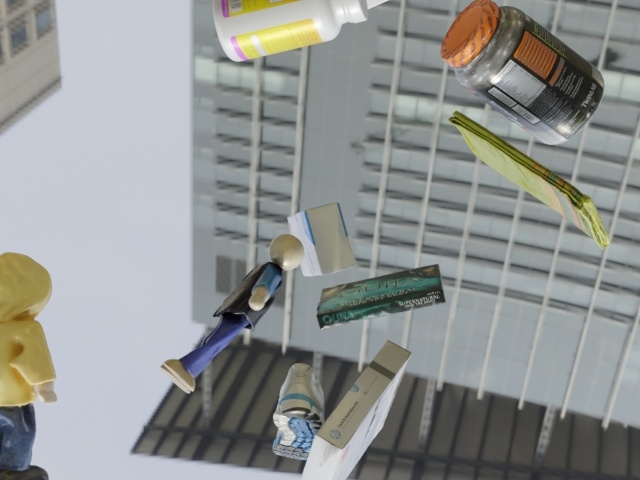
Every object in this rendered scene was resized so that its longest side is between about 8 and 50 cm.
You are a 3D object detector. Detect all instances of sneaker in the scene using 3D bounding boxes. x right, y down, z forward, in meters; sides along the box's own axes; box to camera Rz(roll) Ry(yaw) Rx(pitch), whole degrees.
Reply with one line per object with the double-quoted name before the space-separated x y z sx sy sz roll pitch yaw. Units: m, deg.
"sneaker" -0.020 0.211 1.244 0.071 0.191 0.083 5 -122 -1

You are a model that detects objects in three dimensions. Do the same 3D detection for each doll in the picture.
"doll" -0.079 0.069 1.013 0.046 0.129 0.189 42 -108 -3

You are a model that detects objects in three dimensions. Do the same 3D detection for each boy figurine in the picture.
"boy figurine" -0.395 0.158 1.262 0.177 0.285 0.092 -4 171 32

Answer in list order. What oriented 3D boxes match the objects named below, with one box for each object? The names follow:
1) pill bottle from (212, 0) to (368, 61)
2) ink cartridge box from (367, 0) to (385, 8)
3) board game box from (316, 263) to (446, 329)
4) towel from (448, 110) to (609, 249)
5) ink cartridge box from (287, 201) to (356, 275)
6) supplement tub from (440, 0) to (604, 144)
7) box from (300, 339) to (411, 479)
"pill bottle" -0.016 -0.132 0.581 0.083 0.043 0.043 -10 -150 14
"ink cartridge box" 0.051 -0.509 1.687 0.296 0.261 0.066 -16 -133 37
"board game box" 0.090 0.081 1.499 0.186 0.026 0.126 -13 -166 7
"towel" 0.248 -0.074 1.216 0.021 0.102 0.237 -44 -133 -3
"ink cartridge box" 0.000 0.000 1.359 0.052 0.088 0.122 -16 -179 -14
"supplement tub" 0.251 -0.213 1.267 0.190 0.117 0.117 32 -153 -20
"box" 0.038 0.226 1.200 0.038 0.145 0.186 27 -139 14
